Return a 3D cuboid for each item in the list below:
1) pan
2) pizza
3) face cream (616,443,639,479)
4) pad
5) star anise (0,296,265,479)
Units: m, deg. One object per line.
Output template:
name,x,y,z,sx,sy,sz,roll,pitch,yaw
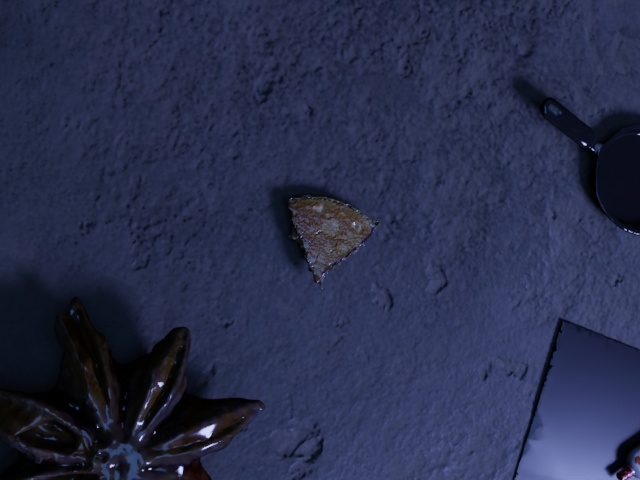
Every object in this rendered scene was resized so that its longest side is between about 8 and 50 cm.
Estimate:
pan,0.350,-0.100,1.204,0.235,0.028,0.136,34,80,-17
pizza,-0.001,-0.015,1.100,0.099,0.029,0.100,45,75,-4
face cream,0.395,0.266,1.211,0.083,0.021,0.040,-30,97,-15
pad,0.415,0.273,1.232,0.367,0.007,0.248,21,83,-16
star anise,-0.202,0.221,0.994,0.315,0.108,0.315,0,90,-20
